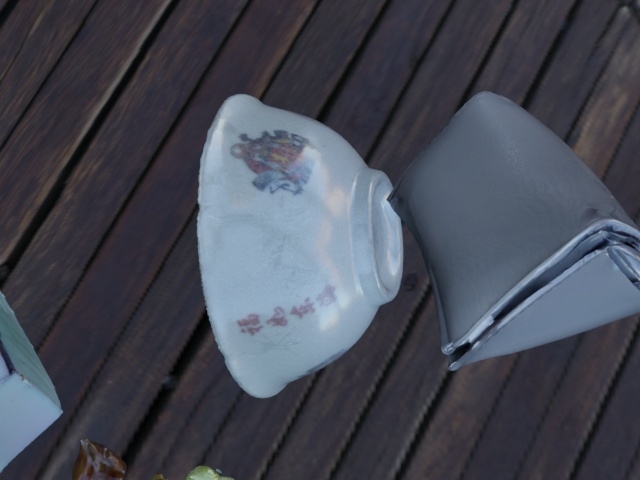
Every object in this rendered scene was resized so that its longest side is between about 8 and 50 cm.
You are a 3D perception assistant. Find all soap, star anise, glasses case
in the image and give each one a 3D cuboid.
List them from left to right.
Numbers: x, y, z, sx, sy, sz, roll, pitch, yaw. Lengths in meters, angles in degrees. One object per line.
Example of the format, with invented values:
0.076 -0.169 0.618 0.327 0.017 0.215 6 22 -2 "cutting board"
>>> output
-0.324 0.103 1.123 0.091 0.145 0.230 -37 57 -5 "soap"
-0.244 0.320 1.329 0.111 0.196 0.212 13 37 14 "star anise"
0.120 -0.004 0.764 0.128 0.308 0.083 -36 108 10 "glasses case"

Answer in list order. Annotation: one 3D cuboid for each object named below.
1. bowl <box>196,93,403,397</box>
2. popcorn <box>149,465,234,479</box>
0.000 0.000 1.671 0.196 0.435 0.434 -5 84 18 "bowl"
-0.133 0.299 1.144 0.136 0.141 0.162 34 60 19 "popcorn"
